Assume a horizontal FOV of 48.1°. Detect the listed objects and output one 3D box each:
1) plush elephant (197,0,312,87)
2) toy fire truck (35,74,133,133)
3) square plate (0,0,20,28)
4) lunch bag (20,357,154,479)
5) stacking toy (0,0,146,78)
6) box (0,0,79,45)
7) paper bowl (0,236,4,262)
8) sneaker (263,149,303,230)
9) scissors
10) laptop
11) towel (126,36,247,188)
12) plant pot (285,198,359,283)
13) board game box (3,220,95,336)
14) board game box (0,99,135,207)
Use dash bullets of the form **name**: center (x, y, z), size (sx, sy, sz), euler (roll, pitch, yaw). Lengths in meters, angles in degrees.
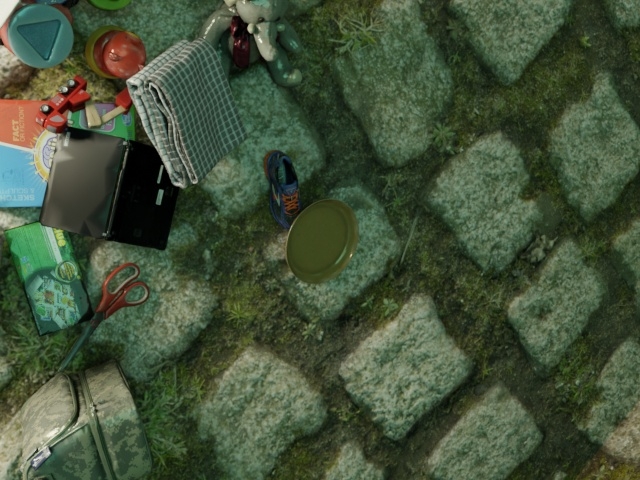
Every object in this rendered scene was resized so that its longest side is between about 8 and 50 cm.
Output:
- **plush elephant**: center (-0.150, -0.508, 1.701), size (0.272, 0.255, 0.330), euler (-9, 98, -22)
- **toy fire truck**: center (-0.521, -0.294, 1.598), size (0.135, 0.047, 0.192), euler (37, 62, -6)
- **square plate**: center (-0.698, -0.603, 1.391), size (0.344, 0.049, 0.347), euler (34, 76, -12)
- **lunch bag**: center (-0.531, 0.425, 1.592), size (0.256, 0.305, 0.212), euler (-19, 111, -19)
- **stacking toy**: center (-0.505, -0.486, 1.521), size (0.309, 0.130, 0.279), euler (1, 111, -36)
- **box**: center (-0.658, -0.548, 1.568), size (0.207, 0.108, 0.153), euler (-38, 108, -16)
- **paper bowl**: center (-0.797, -0.008, 1.458), size (0.284, 0.284, 0.148), euler (10, 90, -23)
- **sneaker**: center (-0.090, -0.125, 1.849), size (0.083, 0.087, 0.221), euler (-21, 102, -19)
- **scissors**: center (-0.533, 0.175, 1.702), size (0.297, 0.021, 0.109), euler (-43, 114, -24)
- **laptop**: center (-0.475, -0.118, 1.660), size (0.264, 0.136, 0.234), euler (13, 90, -49)
- **towel**: center (-0.293, -0.290, 1.635), size (0.235, 0.121, 0.284), euler (-60, 141, -46)
- **plant pot**: center (0.000, 0.000, 1.894), size (0.236, 0.032, 0.236), euler (-15, 117, -33)
- **board game box**: center (-0.630, 0.081, 1.675), size (0.136, 0.030, 0.260), euler (-17, 101, -18)
- **board game box**: center (-0.590, -0.197, 1.648), size (0.316, 0.064, 0.242), euler (-3, 95, -22)
